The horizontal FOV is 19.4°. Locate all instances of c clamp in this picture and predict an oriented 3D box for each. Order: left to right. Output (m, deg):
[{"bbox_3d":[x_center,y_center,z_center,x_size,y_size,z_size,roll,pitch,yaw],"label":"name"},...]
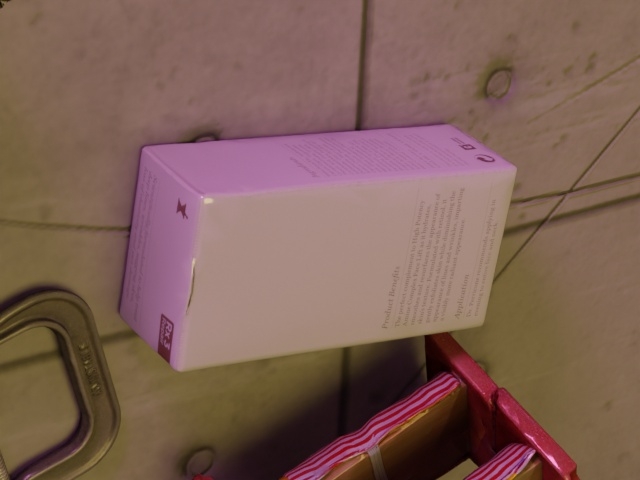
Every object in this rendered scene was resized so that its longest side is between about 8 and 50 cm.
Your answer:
[{"bbox_3d":[-0.180,0.109,1.109,0.137,0.022,0.161,-23,126,-25],"label":"c clamp"}]

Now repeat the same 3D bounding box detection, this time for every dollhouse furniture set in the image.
[{"bbox_3d":[0.053,0.254,1.306,0.201,0.152,0.374,-32,146,-19],"label":"dollhouse furniture set"}]

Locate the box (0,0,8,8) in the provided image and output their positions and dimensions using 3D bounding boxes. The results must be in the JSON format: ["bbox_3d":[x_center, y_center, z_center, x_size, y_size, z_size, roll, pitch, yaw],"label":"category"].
[{"bbox_3d":[-0.368,-0.141,0.755,0.395,0.097,0.318,-30,131,-9],"label":"box"}]

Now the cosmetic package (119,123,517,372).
[{"bbox_3d":[0.000,0.000,1.143,0.231,0.085,0.117,-4,116,-33],"label":"cosmetic package"}]
